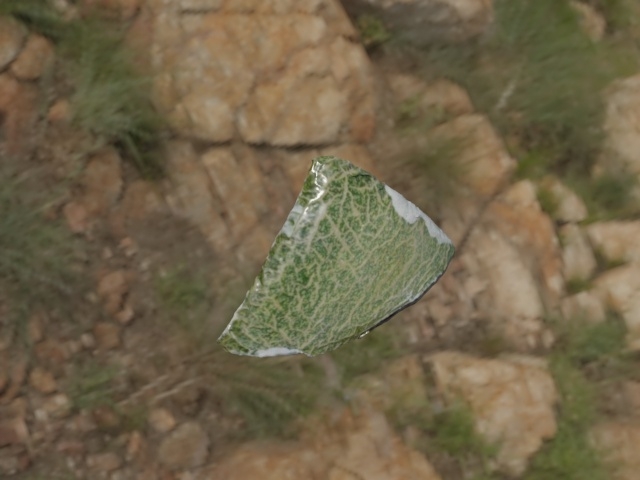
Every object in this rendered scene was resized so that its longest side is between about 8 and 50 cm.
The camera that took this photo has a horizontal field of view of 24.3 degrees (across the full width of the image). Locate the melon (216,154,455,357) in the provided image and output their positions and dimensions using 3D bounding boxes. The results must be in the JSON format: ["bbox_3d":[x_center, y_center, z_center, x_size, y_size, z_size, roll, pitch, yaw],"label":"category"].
[{"bbox_3d":[0.002,-0.002,1.081,0.202,0.093,0.139,-27,129,-26],"label":"melon"}]
